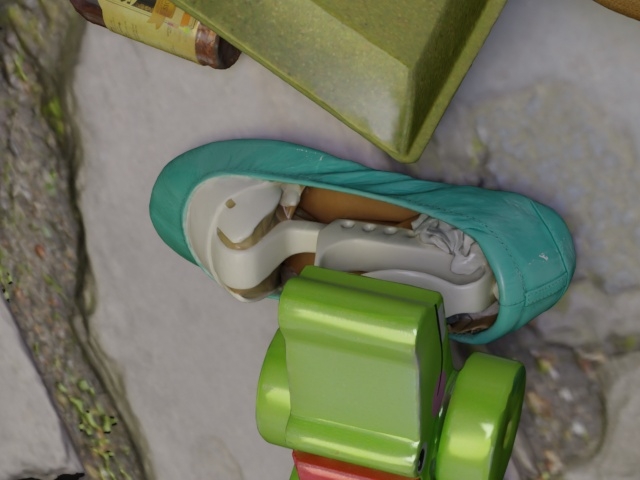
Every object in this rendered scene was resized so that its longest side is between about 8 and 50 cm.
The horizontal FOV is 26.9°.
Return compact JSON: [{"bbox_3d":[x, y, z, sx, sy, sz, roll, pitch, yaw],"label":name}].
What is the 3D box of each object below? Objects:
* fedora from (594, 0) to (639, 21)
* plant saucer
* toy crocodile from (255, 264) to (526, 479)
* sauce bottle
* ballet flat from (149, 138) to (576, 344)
[{"bbox_3d":[0.150,-0.176,0.497,0.194,0.079,0.194,12,115,28],"label":"fedora"},{"bbox_3d":[-0.005,-0.136,0.569,0.188,0.045,0.188,35,158,5],"label":"plant saucer"},{"bbox_3d":[0.031,0.125,0.658,0.115,0.105,0.341,14,148,14],"label":"toy crocodile"},{"bbox_3d":[-0.098,-0.125,0.689,0.128,0.042,0.042,21,123,18],"label":"sauce bottle"},{"bbox_3d":[0.000,0.000,0.668,0.247,0.087,0.083,9,114,26],"label":"ballet flat"}]
